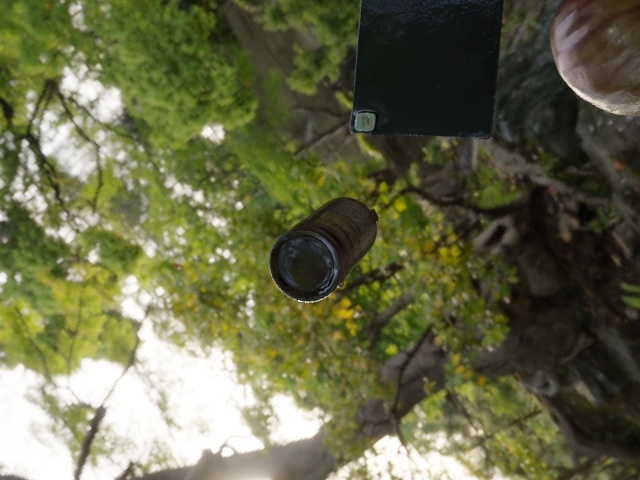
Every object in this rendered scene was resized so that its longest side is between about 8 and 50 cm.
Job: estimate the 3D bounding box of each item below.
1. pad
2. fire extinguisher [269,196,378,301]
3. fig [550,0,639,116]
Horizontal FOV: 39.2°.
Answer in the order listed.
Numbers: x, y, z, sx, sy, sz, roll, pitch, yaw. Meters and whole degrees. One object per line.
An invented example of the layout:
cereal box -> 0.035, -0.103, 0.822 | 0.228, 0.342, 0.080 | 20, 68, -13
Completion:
pad -> 0.074, -0.167, 0.617 | 0.116, 0.193, 0.004 | 8, -176, 36
fire extinguisher -> 0.003, -0.007, 0.973 | 0.252, 0.106, 0.075 | -44, -43, -69
fig -> 0.354, -0.229, 0.939 | 0.175, 0.207, 0.175 | 33, -141, -32
